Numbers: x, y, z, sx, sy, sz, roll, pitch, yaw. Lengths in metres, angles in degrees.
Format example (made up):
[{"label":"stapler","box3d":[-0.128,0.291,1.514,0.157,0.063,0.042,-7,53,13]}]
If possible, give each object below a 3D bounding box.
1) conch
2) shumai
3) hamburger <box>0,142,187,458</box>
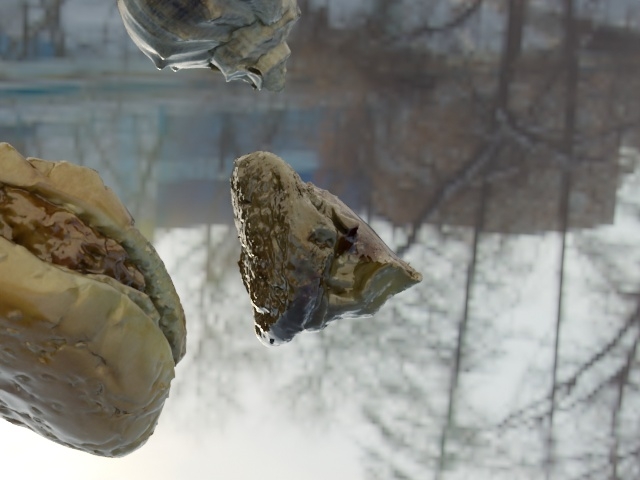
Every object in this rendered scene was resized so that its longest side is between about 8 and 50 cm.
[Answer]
[{"label":"conch","box3d":[-0.139,-0.257,1.724,0.291,0.159,0.210,42,-178,-10]},{"label":"shumai","box3d":[-0.010,0.005,1.070,0.105,0.123,0.139,-2,155,-35]},{"label":"hamburger","box3d":[-0.222,0.044,1.236,0.260,0.144,0.283,11,154,31]}]
